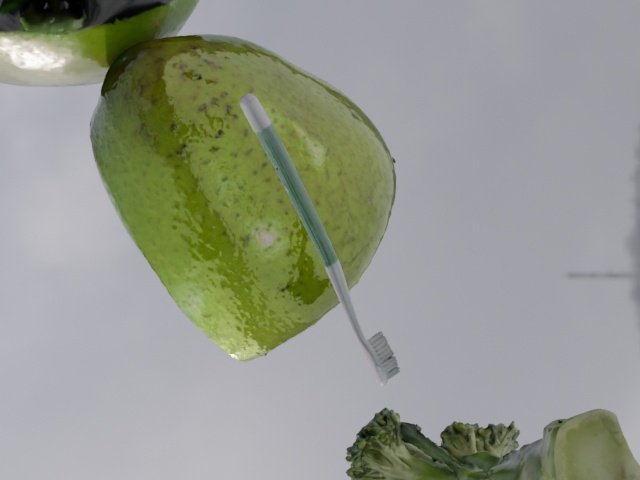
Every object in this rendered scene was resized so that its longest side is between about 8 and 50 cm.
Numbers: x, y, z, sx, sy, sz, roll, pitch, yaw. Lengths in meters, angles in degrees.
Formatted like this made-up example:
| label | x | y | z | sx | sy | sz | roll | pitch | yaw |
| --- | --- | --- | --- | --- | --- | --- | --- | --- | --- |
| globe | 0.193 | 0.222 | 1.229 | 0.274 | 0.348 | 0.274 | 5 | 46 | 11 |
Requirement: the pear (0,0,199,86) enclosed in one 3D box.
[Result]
| label | x | y | z | sx | sy | sz | roll | pitch | yaw |
| --- | --- | --- | --- | --- | --- | --- | --- | --- | --- |
| pear | -0.305 | -0.281 | 1.988 | 0.399 | 0.399 | 0.165 | -58 | -25 | -52 |

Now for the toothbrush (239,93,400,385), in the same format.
| label | x | y | z | sx | sy | sz | roll | pitch | yaw |
| --- | --- | --- | --- | --- | --- | --- | --- | --- | --- |
| toothbrush | 0.000 | 0.000 | 1.389 | 0.024 | 0.018 | 0.257 | -34 | -75 | -23 |

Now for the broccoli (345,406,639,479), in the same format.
| label | x | y | z | sx | sy | sz | roll | pitch | yaw |
| --- | --- | --- | --- | --- | --- | --- | --- | --- | --- |
| broccoli | 0.145 | 0.238 | 1.583 | 0.361 | 0.252 | 0.221 | 90 | 177 | -71 |

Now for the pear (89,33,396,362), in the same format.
| label | x | y | z | sx | sy | sz | roll | pitch | yaw |
| --- | --- | --- | --- | --- | --- | --- | --- | --- | --- |
| pear | -0.093 | -0.096 | 1.872 | 0.318 | 0.238 | 0.342 | 42 | -150 | -27 |
